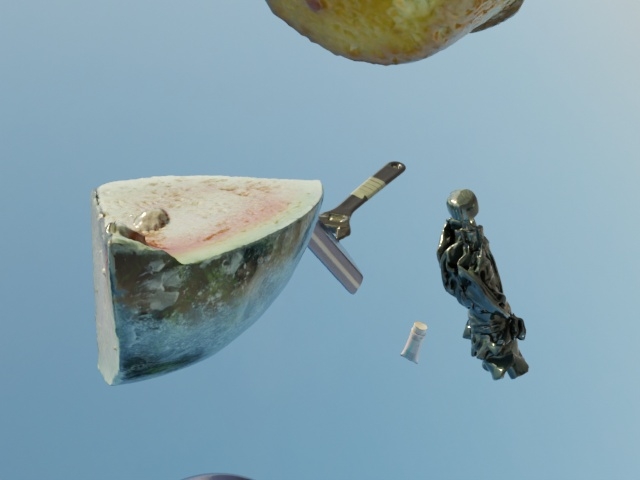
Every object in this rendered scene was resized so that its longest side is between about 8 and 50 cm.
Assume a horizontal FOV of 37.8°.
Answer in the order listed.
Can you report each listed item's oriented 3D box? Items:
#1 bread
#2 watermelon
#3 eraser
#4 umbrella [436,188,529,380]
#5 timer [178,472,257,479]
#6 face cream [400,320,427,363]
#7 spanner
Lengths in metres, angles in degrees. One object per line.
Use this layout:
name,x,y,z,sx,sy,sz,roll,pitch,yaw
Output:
bread,0.055,-0.336,0.913,0.337,0.358,0.204,40,-118,13
watermelon,-0.127,-0.004,0.908,0.213,0.290,0.320,49,164,15
eraser,0.000,0.000,1.454,0.225,0.036,0.082,48,-173,-46
umbrella,0.244,0.072,1.467,0.143,0.094,0.348,35,152,48
timer,-0.143,0.504,1.199,0.270,0.270,0.383,55,-173,-13
face cream,0.177,0.194,1.762,0.038,0.115,0.020,26,-131,14
spanner,0.075,-0.075,1.685,0.316,0.087,0.024,-39,-42,-46
